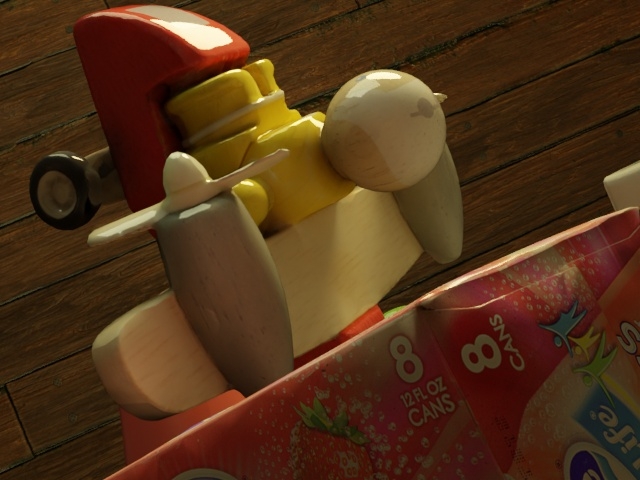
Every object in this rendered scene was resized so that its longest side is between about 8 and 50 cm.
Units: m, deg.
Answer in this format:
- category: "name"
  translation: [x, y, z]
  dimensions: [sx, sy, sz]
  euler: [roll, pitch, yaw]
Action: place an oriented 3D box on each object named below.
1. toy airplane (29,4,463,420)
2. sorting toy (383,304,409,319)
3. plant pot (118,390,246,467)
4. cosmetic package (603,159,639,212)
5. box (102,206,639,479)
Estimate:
- category: "toy airplane"
  translation: [0.000, 0.000, 0.828]
  dimensions: [0.384, 0.386, 0.272]
  euler: [26, -55, -32]
- category: "sorting toy"
  translation: [0.137, 0.154, 1.231]
  dimensions: [0.127, 0.366, 0.126]
  euler: [-63, 18, 0]
- category: "plant pot"
  translation: [-0.078, 0.230, 1.155]
  dimensions: [0.275, 0.243, 0.275]
  euler: [-19, -11, -4]
- category: "cosmetic package"
  translation: [0.336, -0.039, 0.524]
  dimensions: [0.217, 0.156, 0.385]
  euler: [-23, -2, -21]
- category: "box"
  translation: [0.020, 0.124, 0.464]
  dimensions: [0.142, 0.154, 0.300]
  euler: [-17, -12, -43]
